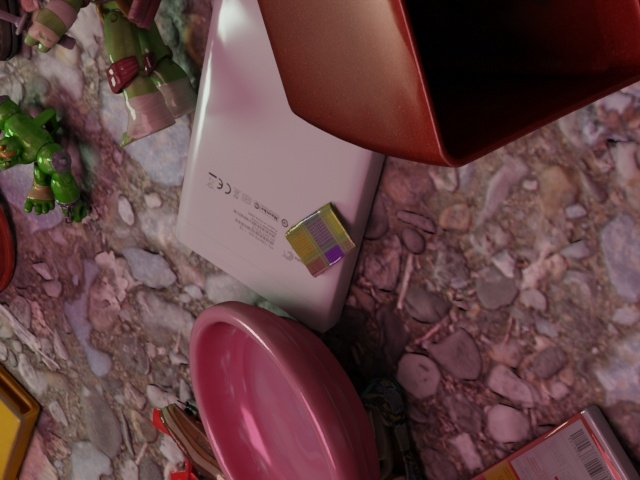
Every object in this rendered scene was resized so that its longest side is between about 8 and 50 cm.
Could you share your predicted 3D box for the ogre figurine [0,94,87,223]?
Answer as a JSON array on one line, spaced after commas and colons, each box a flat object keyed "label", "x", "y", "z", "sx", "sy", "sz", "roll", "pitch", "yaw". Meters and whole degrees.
[{"label": "ogre figurine", "x": -0.379, "y": -0.117, "z": 1.602, "sx": 0.197, "sy": 0.097, "sz": 0.118, "roll": 59, "pitch": 155, "yaw": 22}]

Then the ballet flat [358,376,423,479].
[{"label": "ballet flat", "x": 0.072, "y": 0.249, "z": 1.415, "sx": 0.070, "sy": 0.070, "sz": 0.188, "roll": -3, "pitch": 109, "yaw": 41}]

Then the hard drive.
[{"label": "hard drive", "x": -0.041, "y": -0.097, "z": 1.352, "sx": 0.233, "sy": 0.047, "sz": 0.353, "roll": 32, "pitch": 129, "yaw": 24}]

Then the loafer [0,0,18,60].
[{"label": "loafer", "x": -0.457, "y": -0.348, "z": 1.553, "sx": 0.096, "sy": 0.084, "sz": 0.267, "roll": 5, "pitch": 114, "yaw": 40}]

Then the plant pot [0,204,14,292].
[{"label": "plant pot", "x": -0.623, "y": 0.021, "z": 1.734, "sx": 0.272, "sy": 0.265, "sz": 0.272, "roll": 21, "pitch": 128, "yaw": 29}]

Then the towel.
[{"label": "towel", "x": 0.000, "y": 0.000, "z": 1.326, "sx": 0.083, "sy": 0.009, "sz": 0.060, "roll": -36, "pitch": 86, "yaw": 43}]

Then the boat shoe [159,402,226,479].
[{"label": "boat shoe", "x": -0.126, "y": 0.273, "z": 1.597, "sx": 0.190, "sy": 0.072, "sz": 0.068, "roll": 49, "pitch": 179, "yaw": -5}]

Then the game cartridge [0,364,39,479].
[{"label": "game cartridge", "x": -0.587, "y": 0.282, "z": 2.005, "sx": 0.285, "sy": 0.053, "sz": 0.323, "roll": 42, "pitch": 134, "yaw": 17}]

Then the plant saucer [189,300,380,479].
[{"label": "plant saucer", "x": -0.036, "y": 0.217, "z": 1.427, "sx": 0.332, "sy": 0.084, "sz": 0.332, "roll": 39, "pitch": 141, "yaw": 41}]

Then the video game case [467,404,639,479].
[{"label": "video game case", "x": 0.232, "y": 0.324, "z": 1.293, "sx": 0.285, "sy": 0.025, "sz": 0.204, "roll": -41, "pitch": 69, "yaw": 37}]

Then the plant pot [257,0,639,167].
[{"label": "plant pot", "x": 0.084, "y": -0.223, "z": 1.053, "sx": 0.236, "sy": 0.267, "sz": 0.267, "roll": 1, "pitch": 112, "yaw": 52}]

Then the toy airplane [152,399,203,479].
[{"label": "toy airplane", "x": -0.177, "y": 0.281, "z": 1.666, "sx": 0.151, "sy": 0.028, "sz": 0.151, "roll": 18, "pitch": 121, "yaw": 32}]

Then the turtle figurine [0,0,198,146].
[{"label": "turtle figurine", "x": -0.263, "y": -0.234, "z": 1.375, "sx": 0.266, "sy": 0.275, "sz": 0.198, "roll": 65, "pitch": 169, "yaw": -11}]
